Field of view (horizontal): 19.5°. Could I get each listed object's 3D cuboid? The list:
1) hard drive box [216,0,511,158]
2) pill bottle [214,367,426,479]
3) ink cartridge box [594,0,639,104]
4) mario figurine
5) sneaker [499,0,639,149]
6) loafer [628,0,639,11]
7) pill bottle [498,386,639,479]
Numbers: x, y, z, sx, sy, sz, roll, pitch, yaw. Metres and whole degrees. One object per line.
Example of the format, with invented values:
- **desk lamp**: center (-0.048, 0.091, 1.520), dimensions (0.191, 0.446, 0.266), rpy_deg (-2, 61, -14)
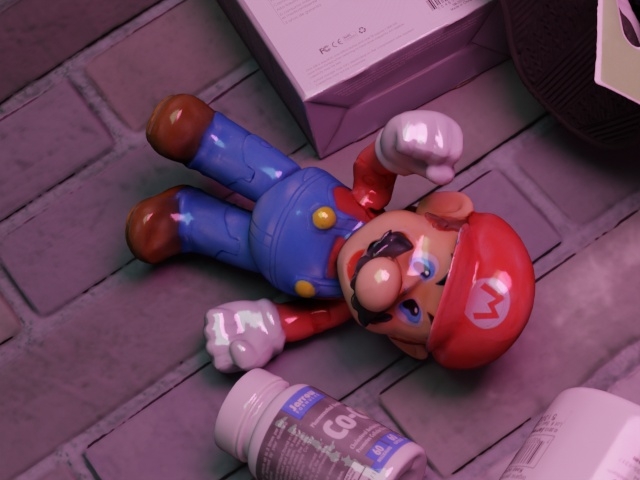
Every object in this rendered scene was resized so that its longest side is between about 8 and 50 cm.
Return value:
- **hard drive box**: center (0.018, -0.209, 1.504), dimensions (0.181, 0.089, 0.232), rpy_deg (-28, 60, -7)
- **pill bottle**: center (-0.002, 0.148, 1.308), dimensions (0.137, 0.078, 0.078), rpy_deg (27, 68, 22)
- **ink cartridge box**: center (0.274, -0.128, 1.350), dimensions (0.235, 0.056, 0.171), rpy_deg (21, 58, -26)
- **mario figurine**: center (0.000, 0.000, 1.333), dimensions (0.320, 0.198, 0.170), rpy_deg (20, 53, 25)
- **sneaker**: center (0.192, -0.225, 1.413), dimensions (0.178, 0.124, 0.295), rpy_deg (-37, 99, -45)
- **loafer**: center (0.316, -0.265, 1.495), dimensions (0.078, 0.076, 0.223), rpy_deg (37, 77, 21)
- **pill bottle**: center (0.150, 0.220, 1.208), dimensions (0.131, 0.131, 0.229), rpy_deg (29, 69, 24)
